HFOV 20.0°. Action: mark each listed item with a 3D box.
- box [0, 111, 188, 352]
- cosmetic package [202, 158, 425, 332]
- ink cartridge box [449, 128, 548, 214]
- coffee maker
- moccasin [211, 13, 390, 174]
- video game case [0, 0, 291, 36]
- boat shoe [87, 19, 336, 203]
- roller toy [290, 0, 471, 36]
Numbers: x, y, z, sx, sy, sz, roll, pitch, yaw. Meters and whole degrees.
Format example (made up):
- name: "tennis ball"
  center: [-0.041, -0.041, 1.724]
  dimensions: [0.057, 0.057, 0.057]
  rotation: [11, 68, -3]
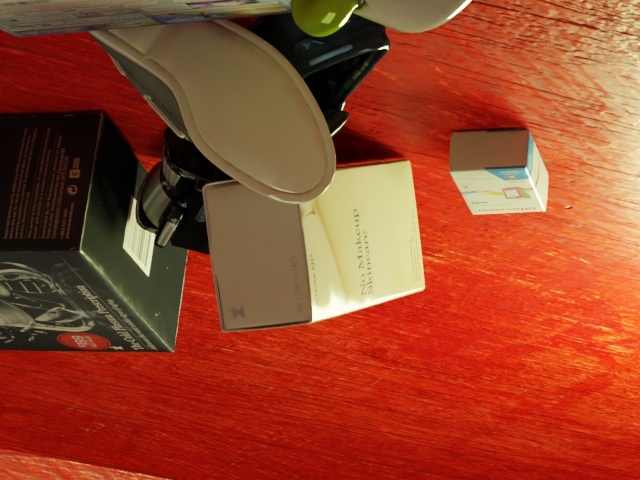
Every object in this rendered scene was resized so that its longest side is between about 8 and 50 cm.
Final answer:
- name: "box"
  center: [-0.361, 0.000, 2.185]
  dimensions: [0.312, 0.179, 0.343]
  rotation: [0, 157, 15]
- name: "cosmetic package"
  center: [0.000, 0.000, 1.971]
  dimensions: [0.113, 0.160, 0.309]
  rotation: [-6, -177, 25]
- name: "ink cartridge box"
  center: [0.202, -0.076, 2.035]
  dimensions: [0.088, 0.052, 0.122]
  rotation: [-2, 158, 18]
- name: "coffee maker"
  center: [-0.111, -0.065, 2.065]
  dimensions: [0.171, 0.120, 0.178]
  rotation: [0, 161, -18]
- name: "moccasin"
  center: [-0.035, -0.140, 1.758]
  dimensions: [0.137, 0.117, 0.342]
  rotation: [-13, 159, -24]
- name: "video game case"
  center: [-0.166, -0.224, 1.537]
  dimensions: [0.269, 0.061, 0.244]
  rotation: [-4, 179, 7]
- name: "boat shoe"
  center: [-0.106, -0.150, 1.699]
  dimensions: [0.319, 0.116, 0.099]
  rotation: [42, 175, 10]
- name: "roller toy"
  center: [0.063, -0.266, 1.410]
  dimensions: [0.146, 0.191, 0.209]
  rotation: [19, 140, -28]
